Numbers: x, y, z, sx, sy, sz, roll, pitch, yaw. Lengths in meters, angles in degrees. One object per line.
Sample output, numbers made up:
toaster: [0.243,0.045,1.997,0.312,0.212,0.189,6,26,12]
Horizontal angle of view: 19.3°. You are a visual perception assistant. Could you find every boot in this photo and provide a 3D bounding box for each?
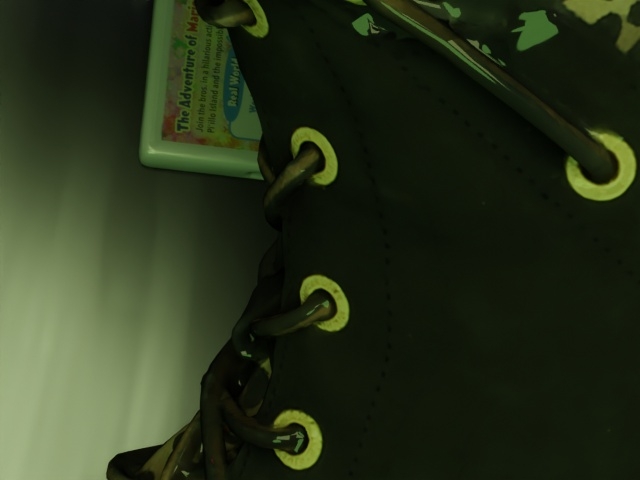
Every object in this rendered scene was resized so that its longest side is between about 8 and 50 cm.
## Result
boot: [0.000,0.000,0.497,0.377,0.138,0.284,26,111,-15]

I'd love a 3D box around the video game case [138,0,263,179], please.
video game case: [0.015,-0.094,0.660,0.143,0.019,0.157,6,76,-8]
